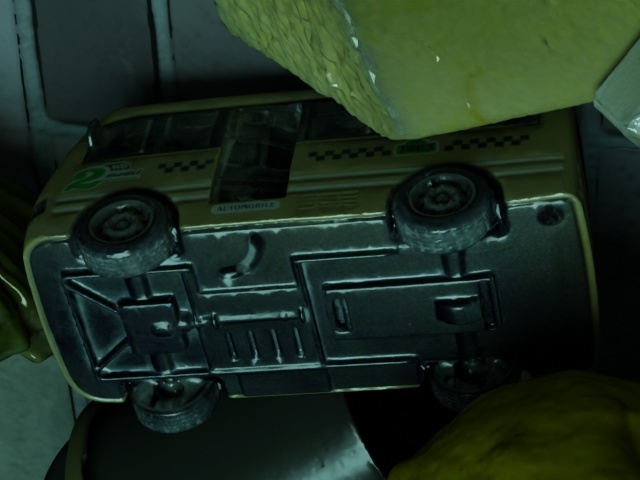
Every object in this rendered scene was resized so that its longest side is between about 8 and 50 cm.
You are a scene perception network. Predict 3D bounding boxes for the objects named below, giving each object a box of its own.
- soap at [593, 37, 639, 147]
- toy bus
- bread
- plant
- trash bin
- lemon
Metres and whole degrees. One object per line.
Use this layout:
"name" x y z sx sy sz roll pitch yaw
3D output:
"soap" 0.268 -0.115 1.168 0.121 0.064 0.183 32 104 -28
"toy bus" 0.000 0.000 1.298 0.365 0.202 0.177 -4 131 10
"bread" 0.091 -0.253 1.199 0.405 0.242 0.345 -19 122 -12
"plant" -0.323 -0.029 1.328 0.180 0.251 0.333 -36 117 8
"trash bin" -0.072 0.188 1.463 0.334 0.214 0.214 -26 116 27
"lemon" 0.144 0.230 1.187 0.285 0.285 0.316 22 145 -2
